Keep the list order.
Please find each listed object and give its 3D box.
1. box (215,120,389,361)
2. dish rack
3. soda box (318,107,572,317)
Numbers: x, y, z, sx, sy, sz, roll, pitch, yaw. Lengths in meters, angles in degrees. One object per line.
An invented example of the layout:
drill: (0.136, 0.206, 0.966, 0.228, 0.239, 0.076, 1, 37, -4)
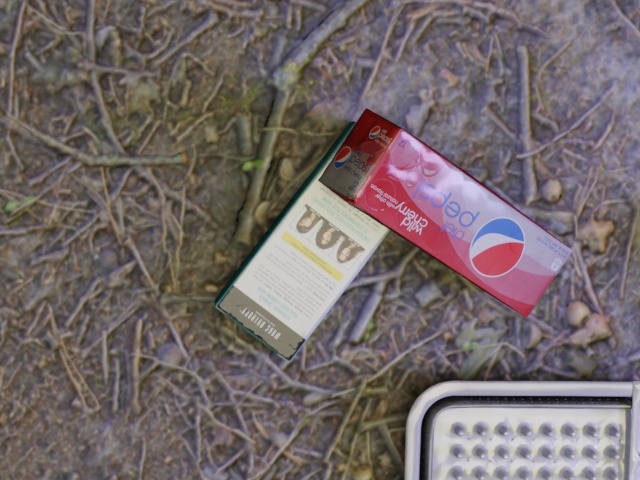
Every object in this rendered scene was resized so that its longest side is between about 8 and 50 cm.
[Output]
box: (0.000, 0.000, 1.635, 0.100, 0.060, 0.244, 38, 91, -7)
dish rack: (0.251, 0.286, 1.675, 0.332, 0.072, 0.286, 1, 96, -5)
soda box: (0.131, -0.026, 1.583, 0.263, 0.083, 0.092, 32, 94, -31)
